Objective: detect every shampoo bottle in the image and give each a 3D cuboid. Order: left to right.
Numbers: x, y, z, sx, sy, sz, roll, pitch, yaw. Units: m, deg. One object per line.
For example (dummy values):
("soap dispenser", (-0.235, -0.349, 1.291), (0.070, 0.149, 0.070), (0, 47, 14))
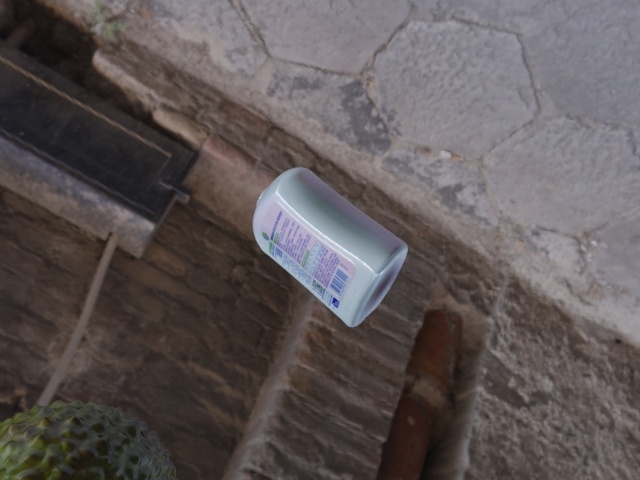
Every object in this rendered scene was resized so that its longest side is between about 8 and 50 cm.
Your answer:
("shampoo bottle", (0.000, 0.000, 0.416), (0.099, 0.043, 0.072), (39, 142, 17))

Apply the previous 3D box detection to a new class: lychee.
("lychee", (-0.260, 0.295, 0.683), (0.320, 0.270, 0.270), (-32, 120, 30))
